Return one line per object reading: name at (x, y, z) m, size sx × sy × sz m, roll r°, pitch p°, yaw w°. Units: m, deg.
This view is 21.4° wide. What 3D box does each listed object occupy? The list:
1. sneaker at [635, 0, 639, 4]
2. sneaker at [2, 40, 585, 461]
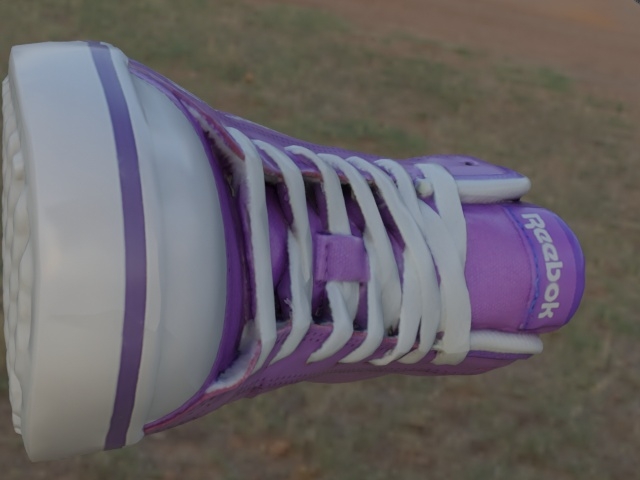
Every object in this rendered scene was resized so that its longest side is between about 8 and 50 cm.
sneaker at (0.156, -0.155, 0.446) m, size 0.094 × 0.235 × 0.090 m, roll 12°, pitch 30°, yaw -26°
sneaker at (0.000, -0.001, 0.470) m, size 0.161 × 0.102 × 0.282 m, roll -2°, pitch 0°, yaw -1°
